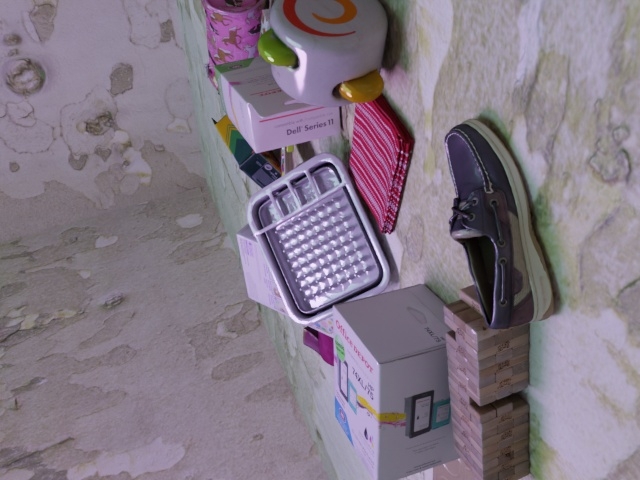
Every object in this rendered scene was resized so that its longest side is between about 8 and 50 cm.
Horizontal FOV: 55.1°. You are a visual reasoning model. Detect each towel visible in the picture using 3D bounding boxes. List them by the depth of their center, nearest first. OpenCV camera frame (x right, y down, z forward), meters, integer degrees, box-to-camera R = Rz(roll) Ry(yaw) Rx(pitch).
[{"bbox_3d":[0.104,-0.161,1.184,0.275,0.031,0.199,93,155,-54],"label":"towel"}]

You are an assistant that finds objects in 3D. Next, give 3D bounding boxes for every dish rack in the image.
[{"bbox_3d":[0.000,0.000,1.390,0.072,0.285,0.333,-8,-108,-61],"label":"dish rack"}]

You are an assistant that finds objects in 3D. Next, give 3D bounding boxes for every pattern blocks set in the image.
[{"bbox_3d":[-0.090,-0.208,1.628,0.285,0.026,0.325,99,170,-55],"label":"pattern blocks set"}]

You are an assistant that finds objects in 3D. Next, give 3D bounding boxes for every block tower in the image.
[{"bbox_3d":[0.260,0.231,0.954,0.097,0.090,0.336,-134,31,-61],"label":"block tower"}]

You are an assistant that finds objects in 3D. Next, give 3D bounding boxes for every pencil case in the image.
[{"bbox_3d":[-0.234,-0.549,1.666,0.160,0.167,0.386,52,161,13],"label":"pencil case"}]

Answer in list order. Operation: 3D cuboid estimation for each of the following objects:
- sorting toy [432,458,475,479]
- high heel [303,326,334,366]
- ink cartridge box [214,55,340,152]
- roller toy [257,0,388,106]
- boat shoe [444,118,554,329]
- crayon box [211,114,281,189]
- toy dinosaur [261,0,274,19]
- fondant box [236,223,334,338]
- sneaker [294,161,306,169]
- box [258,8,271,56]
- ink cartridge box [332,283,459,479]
[{"bbox_3d":[0.290,0.452,1.206,0.229,0.041,0.308,-134,37,-59],"label":"sorting toy"},{"bbox_3d":[0.042,0.195,1.744,0.181,0.127,0.378,25,134,31],"label":"high heel"},{"bbox_3d":[-0.089,-0.305,1.363,0.353,0.207,0.119,-126,25,-52],"label":"ink cartridge box"},{"bbox_3d":[0.013,-0.323,1.023,0.146,0.209,0.191,95,-172,-55],"label":"roller toy"},{"bbox_3d":[0.218,-0.020,0.813,0.103,0.092,0.286,154,99,-75],"label":"boat shoe"},{"bbox_3d":[-0.213,-0.277,1.909,0.202,0.081,0.319,41,-170,-44],"label":"crayon box"},{"bbox_3d":[-0.109,-0.603,1.421,0.112,0.064,0.212,-98,10,-56],"label":"toy dinosaur"},{"bbox_3d":[-0.048,0.099,1.582,0.330,0.096,0.238,23,138,27],"label":"fondant box"},{"bbox_3d":[-0.004,-0.049,1.543,0.147,0.104,0.296,-146,45,-74],"label":"sneaker"},{"bbox_3d":[-0.122,-0.446,1.568,0.324,0.067,0.063,109,142,-59],"label":"box"},{"bbox_3d":[0.148,0.254,1.124,0.198,0.197,0.270,-133,36,-57],"label":"ink cartridge box"}]
